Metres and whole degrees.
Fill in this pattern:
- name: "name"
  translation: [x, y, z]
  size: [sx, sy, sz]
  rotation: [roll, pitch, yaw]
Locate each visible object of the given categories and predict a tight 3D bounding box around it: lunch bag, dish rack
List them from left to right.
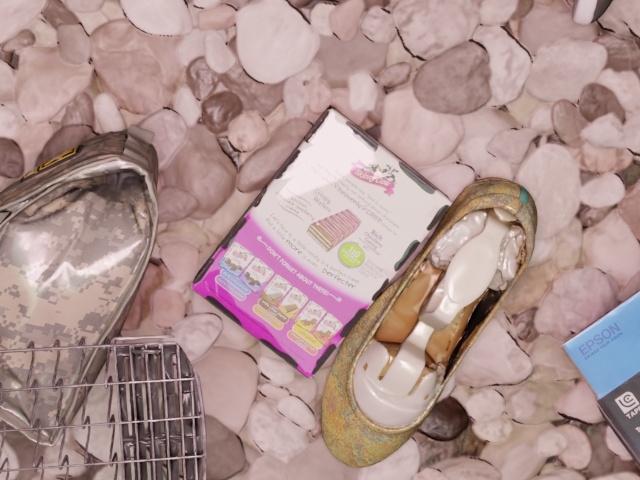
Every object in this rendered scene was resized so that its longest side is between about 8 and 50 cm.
- name: "dish rack"
  translation: [-0.238, 0.173, 1.361]
  size: [0.272, 0.074, 0.208]
  rotation: [-3, 106, -4]
- name: "lunch bag"
  translation: [-0.251, 0.019, 1.482]
  size: [0.169, 0.235, 0.287]
  rotation: [28, 97, -9]

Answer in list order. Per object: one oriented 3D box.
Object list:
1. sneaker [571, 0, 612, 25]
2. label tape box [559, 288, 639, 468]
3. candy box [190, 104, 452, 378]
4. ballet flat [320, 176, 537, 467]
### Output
- name: "sneaker"
  translation: [0.360, -0.329, 1.509]
  size: [0.147, 0.104, 0.295]
  rotation: [25, 93, 0]
- name: "label tape box"
  translation: [0.428, 0.163, 1.588]
  size: [0.241, 0.106, 0.333]
  rotation: [-35, 97, 3]
- name: "candy box"
  translation: [0.000, 0.000, 1.569]
  size: [0.159, 0.071, 0.233]
  rotation: [38, 97, -6]
- name: "ballet flat"
  translation: [0.108, 0.090, 1.564]
  size: [0.123, 0.123, 0.348]
  rotation: [32, 97, -6]
